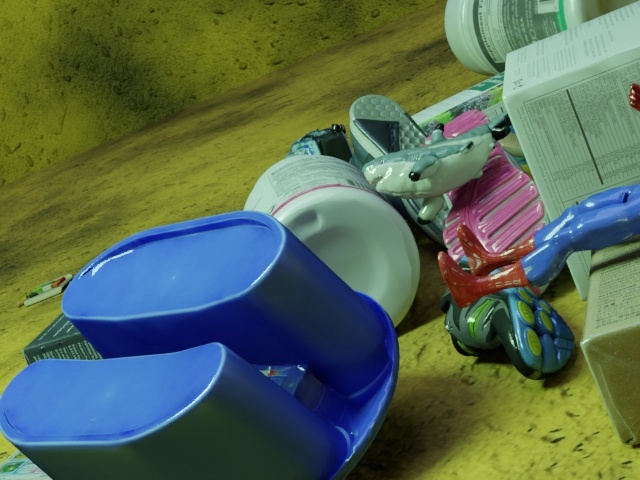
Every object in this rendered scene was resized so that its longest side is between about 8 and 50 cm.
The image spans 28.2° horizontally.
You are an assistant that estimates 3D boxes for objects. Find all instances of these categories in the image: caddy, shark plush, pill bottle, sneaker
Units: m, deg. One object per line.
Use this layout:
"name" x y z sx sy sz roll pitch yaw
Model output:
"caddy" -0.093 0.120 1.029 0.341 0.179 0.241 -9 44 44
"shark plush" 0.120 -0.090 1.192 0.161 0.073 0.067 -38 51 -3
"pill bottle" 0.340 -0.328 1.829 0.204 0.204 0.361 -29 16 -19
"sneaker" 0.178 -0.020 1.228 0.103 0.111 0.252 -32 36 17
"pill bottle" 0.000 0.000 1.311 0.160 0.160 0.283 -24 14 -1
"sneaker" 0.103 -0.037 1.443 0.086 0.163 0.226 -19 53 -20
"sneaker" 0.149 0.072 1.049 0.078 0.067 0.188 -56 22 8

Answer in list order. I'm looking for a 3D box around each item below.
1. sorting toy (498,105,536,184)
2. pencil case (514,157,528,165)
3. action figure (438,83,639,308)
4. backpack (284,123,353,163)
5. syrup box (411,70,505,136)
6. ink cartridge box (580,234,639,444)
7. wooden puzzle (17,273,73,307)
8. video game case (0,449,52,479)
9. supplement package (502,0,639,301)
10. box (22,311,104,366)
"sorting toy" 0.267 -0.132 1.412 0.132 0.046 0.274 8 32 10
"pencil case" 0.195 -0.087 1.498 0.151 0.065 0.070 -16 -1 24
"action figure" 0.209 -0.053 0.900 0.280 0.139 0.091 -16 18 26
"backpack" -0.001 -0.100 1.768 0.084 0.105 0.114 -27 10 -16
"syrup box" 0.209 -0.145 1.615 0.236 0.096 0.093 -27 15 -8
"ink cartridge box" 0.306 0.032 0.872 0.234 0.088 0.193 -19 14 22
"wooden puzzle" -0.429 0.076 1.998 0.116 0.014 0.078 -23 15 3
"video game case" -0.267 0.224 1.234 0.157 0.019 0.143 -12 19 41
"supplement package" 0.317 -0.105 1.111 0.262 0.198 0.199 -20 15 16
"box" -0.178 0.102 1.337 0.207 0.108 0.153 -17 16 24
